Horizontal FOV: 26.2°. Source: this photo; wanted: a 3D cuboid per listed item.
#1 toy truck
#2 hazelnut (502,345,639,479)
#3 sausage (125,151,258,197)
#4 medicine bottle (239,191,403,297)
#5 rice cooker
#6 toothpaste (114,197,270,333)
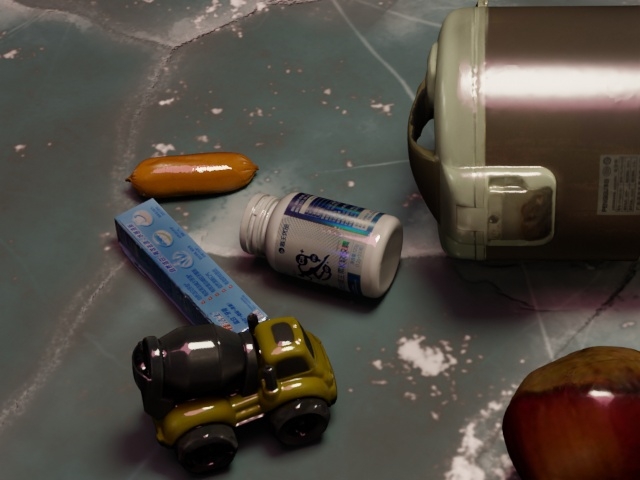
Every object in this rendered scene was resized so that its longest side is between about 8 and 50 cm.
[{"bbox_3d":[-0.097,0.151,1.571,0.224,0.165,0.147,-13,47,-7],"label":"toy truck"},{"bbox_3d":[0.303,0.219,1.474,0.208,0.208,0.208,-3,47,3],"label":"hazelnut"},{"bbox_3d":[-0.176,-0.090,1.878,0.183,0.054,0.062,-3,75,0],"label":"sausage"},{"bbox_3d":[0.000,0.000,1.739,0.191,0.107,0.107,15,51,18],"label":"medicine bottle"},{"bbox_3d":[0.269,-0.124,1.680,0.325,0.335,0.335,0,48,6],"label":"rice cooker"},{"bbox_3d":[-0.167,0.049,1.752,0.066,0.053,0.272,-28,50,-25],"label":"toothpaste"}]
